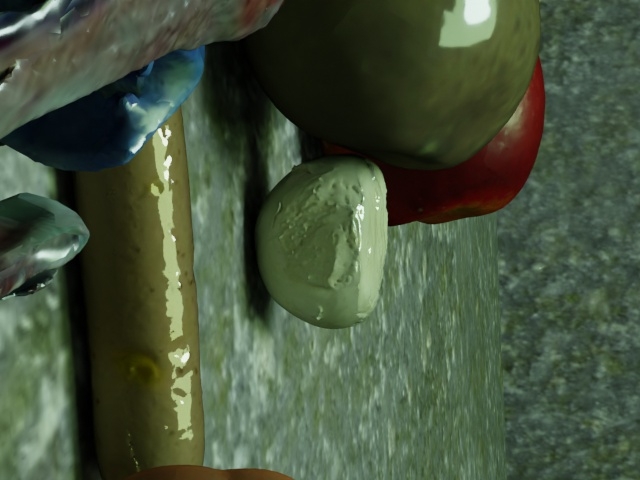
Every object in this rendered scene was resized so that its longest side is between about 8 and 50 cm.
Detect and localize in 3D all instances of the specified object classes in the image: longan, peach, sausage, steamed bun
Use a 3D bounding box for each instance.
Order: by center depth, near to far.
[{"bbox_3d":[-0.095,-0.012,0.830,0.066,0.065,0.301,-48,137,-74],"label":"sausage"},{"bbox_3d":[0.045,-0.158,1.161,0.215,0.246,0.246,-45,-157,39],"label":"longan"},{"bbox_3d":[0.000,0.000,1.219,0.112,0.090,0.130,-4,95,-74],"label":"steamed bun"},{"bbox_3d":[0.095,-0.129,1.440,0.243,0.199,0.244,-2,90,-87],"label":"peach"}]

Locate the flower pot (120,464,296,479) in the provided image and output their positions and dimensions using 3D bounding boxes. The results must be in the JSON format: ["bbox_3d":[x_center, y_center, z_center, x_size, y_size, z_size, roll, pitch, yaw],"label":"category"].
[{"bbox_3d":[-0.056,0.206,0.757,0.191,0.190,0.173,72,6,-54],"label":"flower pot"}]

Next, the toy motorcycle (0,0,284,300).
[{"bbox_3d":[-0.123,-0.096,0.553,0.182,0.241,0.319,48,18,5],"label":"toy motorcycle"}]

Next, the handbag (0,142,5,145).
[{"bbox_3d":[-0.127,-0.098,0.720,0.072,0.047,0.111,50,39,-63],"label":"handbag"}]
